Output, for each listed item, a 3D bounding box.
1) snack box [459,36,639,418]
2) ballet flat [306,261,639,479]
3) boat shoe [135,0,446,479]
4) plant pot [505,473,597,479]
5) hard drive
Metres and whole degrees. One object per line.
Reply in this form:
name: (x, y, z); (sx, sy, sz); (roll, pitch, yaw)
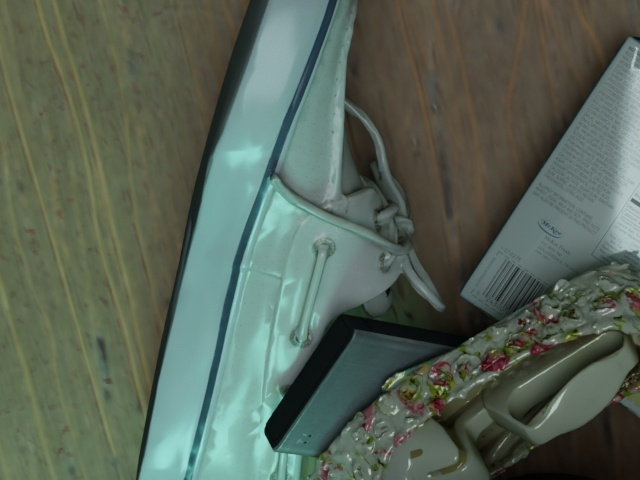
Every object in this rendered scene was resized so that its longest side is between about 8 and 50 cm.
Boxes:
snack box: (0.267, 0.043, 1.065); (0.322, 0.060, 0.187); (35, 103, 9)
ballet flat: (0.095, 0.098, 1.019); (0.241, 0.077, 0.091); (-38, 119, 6)
boat shoe: (0.000, 0.005, 1.065); (0.157, 0.136, 0.367); (12, 110, -7)
plant pot: (0.139, 0.271, 1.042); (0.323, 0.280, 0.323); (1, 102, 3)
hard drive: (0.045, 0.092, 1.060); (0.135, 0.022, 0.094); (12, 122, -37)
